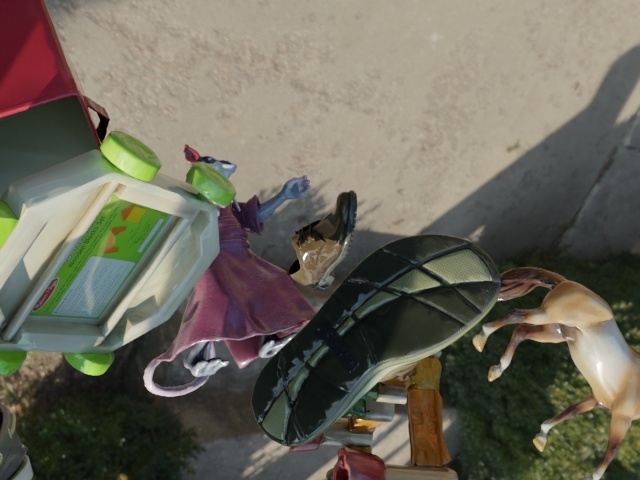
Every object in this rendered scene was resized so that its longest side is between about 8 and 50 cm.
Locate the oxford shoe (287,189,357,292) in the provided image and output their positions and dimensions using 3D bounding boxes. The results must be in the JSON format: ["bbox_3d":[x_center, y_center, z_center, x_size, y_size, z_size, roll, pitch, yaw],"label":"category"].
[{"bbox_3d":[0.000,0.000,1.203,0.096,0.083,0.227,17,127,-12],"label":"oxford shoe"}]

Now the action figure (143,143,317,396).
[{"bbox_3d":[-0.155,0.021,1.085,0.275,0.370,0.248,-37,154,32],"label":"action figure"}]

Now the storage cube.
[{"bbox_3d":[-0.350,-0.148,0.736,0.215,0.193,0.184,-22,158,-12],"label":"storage cube"}]

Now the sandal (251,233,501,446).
[{"bbox_3d":[0.052,0.102,0.724,0.302,0.120,0.086,-39,155,17],"label":"sandal"}]

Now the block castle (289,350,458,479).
[{"bbox_3d":[0.031,0.338,1.080,0.212,0.303,0.453,8,143,-10],"label":"block castle"}]

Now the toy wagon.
[{"bbox_3d":[-0.241,0.015,0.675,0.267,0.068,0.344,-52,151,11],"label":"toy wagon"}]

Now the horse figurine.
[{"bbox_3d":[0.266,0.123,0.715,0.174,0.263,0.066,-34,170,-13],"label":"horse figurine"}]

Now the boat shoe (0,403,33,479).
[{"bbox_3d":[-0.354,0.234,0.630,0.109,0.305,0.091,-10,95,-4],"label":"boat shoe"}]
